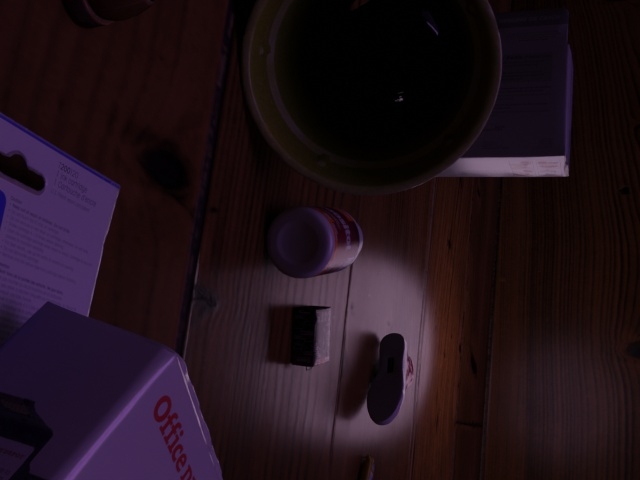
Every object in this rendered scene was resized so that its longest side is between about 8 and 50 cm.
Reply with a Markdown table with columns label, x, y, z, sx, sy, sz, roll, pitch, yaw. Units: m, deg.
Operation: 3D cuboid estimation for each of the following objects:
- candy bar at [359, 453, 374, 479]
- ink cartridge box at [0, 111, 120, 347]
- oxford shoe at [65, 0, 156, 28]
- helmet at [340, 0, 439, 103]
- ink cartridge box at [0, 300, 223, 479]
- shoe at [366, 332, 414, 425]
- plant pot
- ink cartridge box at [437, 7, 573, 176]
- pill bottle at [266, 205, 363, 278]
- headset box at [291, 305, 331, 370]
| label | x | y | z | sx | sy | sz | roll | pitch | yaw |
| --- | --- | --- | --- | --- | --- | --- | --- | --- | --- |
| candy bar | 0.066 | 0.429 | 1.259 | 0.040 | 0.018 | 0.161 | 73 | 27 | -48 |
| ink cartridge box | -0.212 | 0.029 | 0.454 | 0.206 | 0.045 | 0.208 | 42 | 55 | -64 |
| oxford shoe | -0.125 | -0.245 | 0.623 | 0.076 | 0.076 | 0.212 | 66 | 31 | -46 |
| helmet | 0.108 | -0.274 | 1.111 | 0.169 | 0.169 | 0.161 | 10 | 98 | -69 |
| ink cartridge box | -0.167 | 0.179 | 0.420 | 0.237 | 0.100 | 0.172 | -52 | 149 | -37 |
| shoe | 0.129 | 0.256 | 1.345 | 0.081 | 0.064 | 0.178 | 63 | 30 | -43 |
| plant pot | 0.069 | -0.219 | 0.923 | 0.254 | 0.276 | 0.276 | -63 | 150 | -70 |
| ink cartridge box | 0.294 | -0.260 | 1.392 | 0.130 | 0.310 | 0.271 | 32 | 62 | -67 |
| pill bottle | 0.000 | 0.000 | 0.955 | 0.152 | 0.086 | 0.086 | -6 | 97 | -70 |
| headset box | -0.011 | 0.129 | 1.011 | 0.062 | 0.032 | 0.083 | 3 | 89 | -69 |
